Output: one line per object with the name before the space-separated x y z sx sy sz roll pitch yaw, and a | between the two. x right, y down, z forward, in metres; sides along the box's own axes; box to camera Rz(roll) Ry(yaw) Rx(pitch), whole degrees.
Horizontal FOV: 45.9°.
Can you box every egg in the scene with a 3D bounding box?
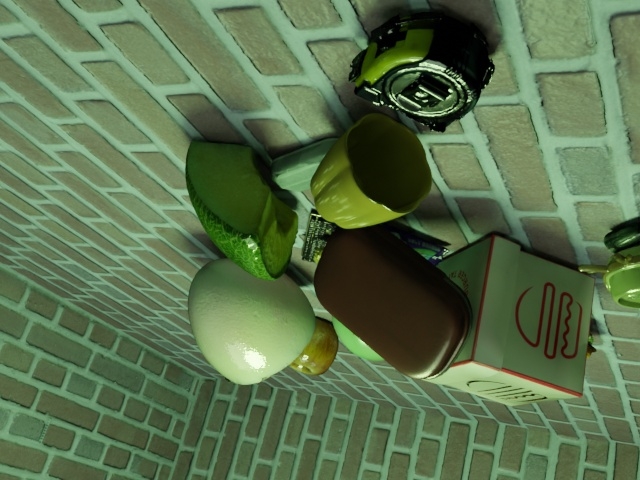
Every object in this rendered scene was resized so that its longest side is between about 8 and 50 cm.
egg | -0.235 0.198 2.243 0.354 0.354 0.340 -7 126 44
egg | 0.149 0.227 2.179 0.220 0.220 0.270 -10 137 48

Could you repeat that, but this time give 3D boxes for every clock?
clock | 0.693 0.075 1.542 0.308 0.096 0.235 8 162 -16

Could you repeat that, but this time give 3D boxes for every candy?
candy | 0.170 0.013 1.851 0.275 0.070 0.145 23 144 -15

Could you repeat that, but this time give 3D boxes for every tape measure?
tape measure | 0.158 -0.257 1.149 0.199 0.112 0.186 21 156 -18

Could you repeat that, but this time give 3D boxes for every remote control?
remote control | -0.010 -0.155 1.588 0.104 0.052 0.247 30 151 -34

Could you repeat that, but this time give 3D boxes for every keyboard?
keyboard | 0.000 0.000 1.989 0.106 0.027 0.317 15 159 0

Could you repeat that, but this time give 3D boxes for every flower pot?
flower pot | 0.080 -0.112 1.414 0.195 0.195 0.179 25 148 -23

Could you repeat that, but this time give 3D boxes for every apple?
apple | -0.038 0.378 2.719 0.211 0.188 0.211 15 155 7

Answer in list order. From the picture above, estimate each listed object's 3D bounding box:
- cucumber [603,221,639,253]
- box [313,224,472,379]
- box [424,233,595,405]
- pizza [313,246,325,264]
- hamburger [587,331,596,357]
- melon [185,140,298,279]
cucumber | 0.623 -0.009 1.521 0.048 0.048 0.105 20 158 -12
box | 0.158 0.131 1.710 0.404 0.263 0.108 40 -148 27
box | 0.436 0.208 1.822 0.300 0.312 0.314 19 159 -14
pizza | 0.096 0.109 1.962 0.288 0.075 0.280 28 115 -18
hamburger | 0.694 0.270 2.098 0.137 0.087 0.166 -6 151 42
melon | -0.153 -0.045 1.712 0.331 0.226 0.343 44 161 32
